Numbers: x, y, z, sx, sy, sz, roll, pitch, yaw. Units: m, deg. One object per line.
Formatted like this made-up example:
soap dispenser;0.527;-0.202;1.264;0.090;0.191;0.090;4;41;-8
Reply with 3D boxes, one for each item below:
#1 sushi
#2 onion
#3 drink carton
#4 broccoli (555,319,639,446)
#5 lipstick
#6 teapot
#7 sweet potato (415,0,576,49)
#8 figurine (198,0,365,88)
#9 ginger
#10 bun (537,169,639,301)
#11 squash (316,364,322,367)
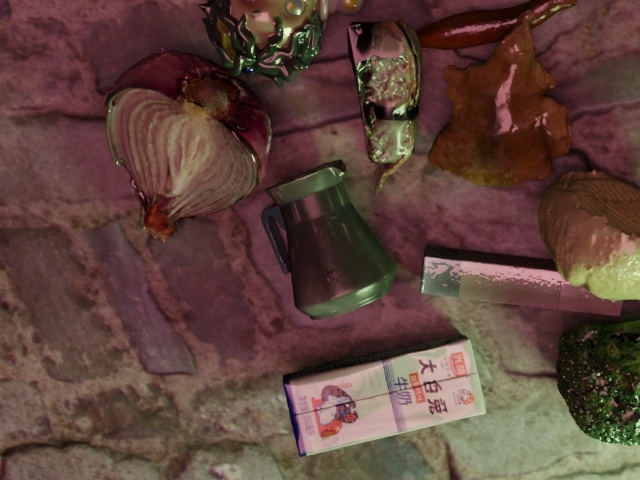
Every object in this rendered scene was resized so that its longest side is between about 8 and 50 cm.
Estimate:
sushi;0.113;-0.209;1.729;0.109;0.134;0.273;-9;104;5
onion;-0.208;-0.155;1.787;0.267;0.159;0.349;32;141;-1
drink carton;0.103;0.250;1.827;0.314;0.106;0.131;-12;92;0
broccoli;0.494;0.217;1.753;0.241;0.261;0.269;-47;57;-6
lipstick;0.321;0.064;1.803;0.317;0.066;0.068;6;106;7
teapot;0.000;0.000;1.797;0.203;0.171;0.225;-16;97;43
sweet potato;0.259;-0.328;1.711;0.264;0.057;0.057;-11;103;11
figurine;-0.052;-0.417;1.664;0.261;0.186;0.382;21;107;7
ginger;0.282;-0.204;1.691;0.218;0.123;0.270;22;124;10
bun;0.435;0.007;1.677;0.259;0.259;0.152;21;117;2
squash;0.069;0.263;1.906;0.183;0.052;0.052;31;107;1
